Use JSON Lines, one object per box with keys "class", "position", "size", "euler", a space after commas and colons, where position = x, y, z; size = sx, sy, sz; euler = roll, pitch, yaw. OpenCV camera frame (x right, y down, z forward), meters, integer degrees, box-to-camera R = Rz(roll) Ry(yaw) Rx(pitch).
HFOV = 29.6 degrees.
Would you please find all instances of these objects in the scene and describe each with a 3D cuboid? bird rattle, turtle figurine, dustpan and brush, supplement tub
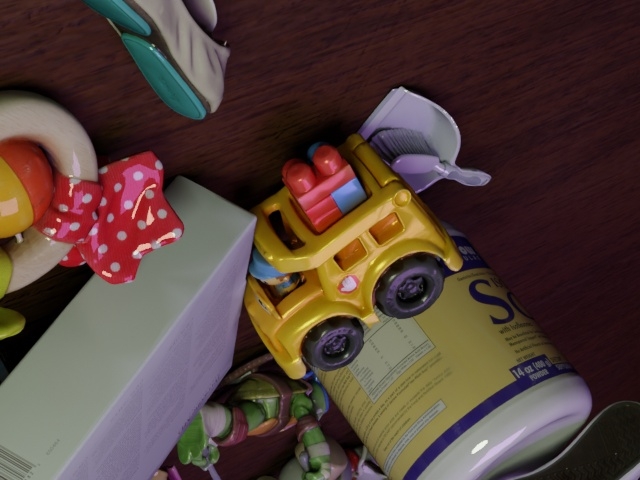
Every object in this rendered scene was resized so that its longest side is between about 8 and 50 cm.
{"class": "bird rattle", "position": [-0.229, -0.019, 0.935], "size": [0.253, 0.143, 0.207], "euler": [-30, 138, -22]}
{"class": "turtle figurine", "position": [-0.094, 0.268, 1.485], "size": [0.266, 0.198, 0.275], "euler": [9, 113, -46]}
{"class": "dustpan and brush", "position": [0.116, -0.088, 1.325], "size": [0.211, 0.060, 0.147], "euler": [0, 136, -52]}
{"class": "supplement tub", "position": [0.120, 0.127, 1.379], "size": [0.241, 0.331, 0.241], "euler": [-29, 155, -16]}

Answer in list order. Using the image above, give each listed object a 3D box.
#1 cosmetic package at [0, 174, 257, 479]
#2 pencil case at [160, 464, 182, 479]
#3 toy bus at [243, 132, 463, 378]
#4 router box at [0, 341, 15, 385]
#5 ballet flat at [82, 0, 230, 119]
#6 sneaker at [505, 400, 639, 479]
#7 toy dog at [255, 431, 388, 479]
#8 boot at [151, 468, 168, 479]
{"class": "cosmetic package", "position": [-0.203, 0.163, 1.122], "size": [0.377, 0.097, 0.284], "euler": [-54, 165, -35]}
{"class": "pencil case", "position": [-0.331, 0.425, 1.514], "size": [0.386, 0.167, 0.160], "euler": [-35, 136, -1]}
{"class": "toy bus", "position": [0.000, 0.000, 1.197], "size": [0.220, 0.149, 0.211], "euler": [-36, 136, 1]}
{"class": "router box", "position": [-0.334, 0.159, 1.131], "size": [0.122, 0.092, 0.038], "euler": [-35, 156, -5]}
{"class": "ballet flat", "position": [-0.122, -0.174, 0.870], "size": [0.086, 0.086, 0.248], "euler": [-37, 156, -1]}
{"class": "sneaker", "position": [0.257, 0.300, 1.332], "size": [0.290, 0.106, 0.123], "euler": [-33, 152, -12]}
{"class": "toy dog", "position": [0.044, 0.403, 1.955], "size": [0.333, 0.161, 0.220], "euler": [-13, 146, -42]}
{"class": "boot", "position": [-0.329, 0.357, 1.389], "size": [0.089, 0.236, 0.270], "euler": [164, -55, -76]}
